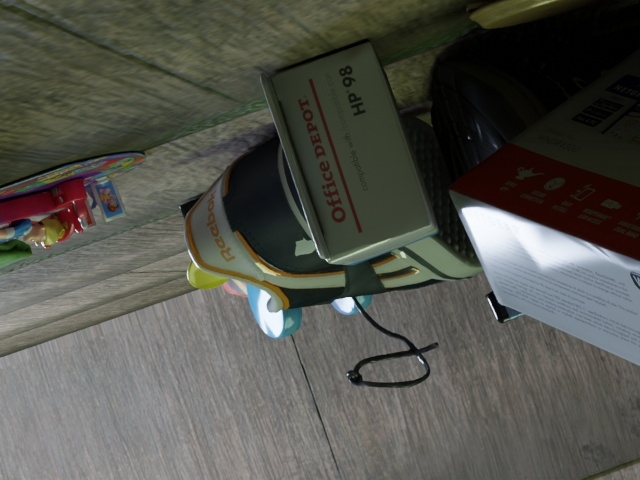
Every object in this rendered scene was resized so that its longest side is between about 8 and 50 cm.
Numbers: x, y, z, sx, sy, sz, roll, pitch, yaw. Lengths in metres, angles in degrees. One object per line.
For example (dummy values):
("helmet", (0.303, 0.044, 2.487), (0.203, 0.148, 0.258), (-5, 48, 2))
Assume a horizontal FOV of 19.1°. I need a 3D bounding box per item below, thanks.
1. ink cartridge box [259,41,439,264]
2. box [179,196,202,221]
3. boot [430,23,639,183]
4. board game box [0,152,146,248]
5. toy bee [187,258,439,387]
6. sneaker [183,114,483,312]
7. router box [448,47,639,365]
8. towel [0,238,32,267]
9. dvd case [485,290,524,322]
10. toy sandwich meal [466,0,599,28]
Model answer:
("ink cartridge box", (0.019, -0.044, 1.030), (0.060, 0.104, 0.180), (-19, 178, 4))
("box", (-0.059, -0.020, 1.532), (0.083, 0.052, 0.062), (-21, 176, 23))
("boot", (0.223, -0.087, 1.229), (0.284, 0.138, 0.377), (-19, 178, 0))
("board game box", (-0.179, -0.010, 1.130), (0.168, 0.033, 0.133), (-19, 177, 5))
("toy bee", (0.000, 0.000, 1.664), (0.298, 0.162, 0.195), (11, -154, 38))
("sneaker", (0.016, -0.019, 1.356), (0.127, 0.126, 0.321), (-25, 164, 23))
("router box", (0.275, -0.042, 0.919), (0.301, 0.082, 0.335), (-36, -153, -18))
("towel", (-0.289, 0.029, 1.344), (0.152, 0.023, 0.113), (-21, 179, 6))
("dvd case", (0.229, -0.013, 1.131), (0.253, 0.022, 0.180), (-23, 178, 13))
("toy sandwich meal", (0.108, -0.123, 0.888), (0.085, 0.029, 0.085), (-15, 180, 0))
